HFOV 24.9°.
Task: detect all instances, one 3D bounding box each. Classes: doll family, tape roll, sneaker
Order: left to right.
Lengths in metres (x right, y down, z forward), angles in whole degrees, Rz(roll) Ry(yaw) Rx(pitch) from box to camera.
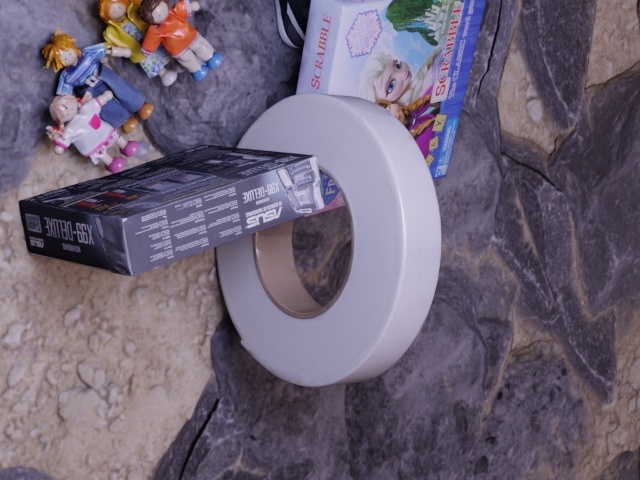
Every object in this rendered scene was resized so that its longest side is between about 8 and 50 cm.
[{"bbox_3d":[-0.266,-0.223,1.856,0.263,0.118,0.163,-48,133,-3],"label":"doll family"},{"bbox_3d":[-0.018,-0.374,2.023,0.079,0.121,0.217,-34,117,-34],"label":"sneaker"},{"bbox_3d":[0.000,0.000,1.923,0.072,0.392,0.392,0,97,-42],"label":"tape roll"}]

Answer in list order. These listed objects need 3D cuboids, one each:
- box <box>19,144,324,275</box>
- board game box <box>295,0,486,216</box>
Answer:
[{"bbox_3d":[-0.188,-0.046,1.846,0.307,0.242,0.077,-21,110,-38],"label":"box"},{"bbox_3d":[0.093,-0.216,2.100,0.318,0.066,0.319,-18,128,-43],"label":"board game box"}]
